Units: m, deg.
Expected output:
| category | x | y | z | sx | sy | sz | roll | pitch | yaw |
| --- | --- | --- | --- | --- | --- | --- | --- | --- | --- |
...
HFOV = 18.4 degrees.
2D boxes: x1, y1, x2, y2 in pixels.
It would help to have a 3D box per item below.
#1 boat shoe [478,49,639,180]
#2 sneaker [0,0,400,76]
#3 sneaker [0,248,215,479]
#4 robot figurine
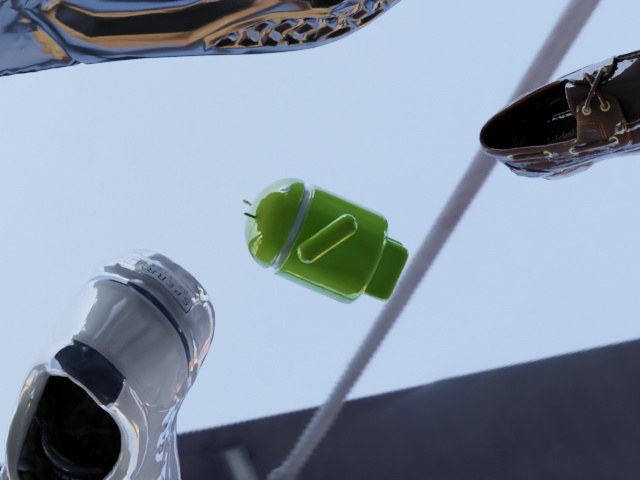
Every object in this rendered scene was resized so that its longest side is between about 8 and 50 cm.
| category | x | y | z | sx | sy | sz | roll | pitch | yaw |
| --- | --- | --- | --- | --- | --- | --- | --- | --- | --- |
| boat shoe | 0.210 | -0.098 | 1.499 | 0.073 | 0.207 | 0.073 | 19 | -123 | -37 |
| sneaker | -0.082 | -0.112 | 0.505 | 0.227 | 0.087 | 0.130 | -9 | -116 | -37 |
| sneaker | -0.124 | 0.107 | 1.001 | 0.094 | 0.258 | 0.091 | 34 | -129 | 16 |
| robot figurine | 0.000 | 0.000 | 1.332 | 0.115 | 0.101 | 0.067 | 23 | -82 | -9 |
